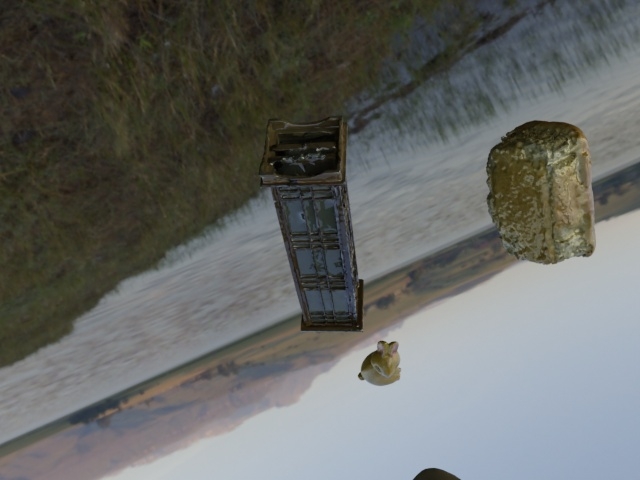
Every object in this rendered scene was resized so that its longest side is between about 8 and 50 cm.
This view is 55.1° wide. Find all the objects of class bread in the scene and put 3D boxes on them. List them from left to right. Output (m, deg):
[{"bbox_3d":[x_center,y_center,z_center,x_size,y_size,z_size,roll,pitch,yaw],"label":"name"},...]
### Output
[{"bbox_3d":[0.375,-0.079,1.041,0.121,0.245,0.174,-20,-163,-31],"label":"bread"}]

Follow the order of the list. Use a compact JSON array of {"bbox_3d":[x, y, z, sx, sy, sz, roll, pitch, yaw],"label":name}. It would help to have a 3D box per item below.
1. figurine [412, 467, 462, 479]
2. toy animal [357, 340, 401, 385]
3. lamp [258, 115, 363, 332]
[{"bbox_3d":[0.191,0.481,0.926,0.185,0.204,0.332,-32,168,15],"label":"figurine"},{"bbox_3d":[0.117,0.229,1.158,0.083,0.070,0.159,-14,156,-9],"label":"toy animal"},{"bbox_3d":[0.000,0.000,0.738,0.089,0.090,0.325,-1,143,8],"label":"lamp"}]
